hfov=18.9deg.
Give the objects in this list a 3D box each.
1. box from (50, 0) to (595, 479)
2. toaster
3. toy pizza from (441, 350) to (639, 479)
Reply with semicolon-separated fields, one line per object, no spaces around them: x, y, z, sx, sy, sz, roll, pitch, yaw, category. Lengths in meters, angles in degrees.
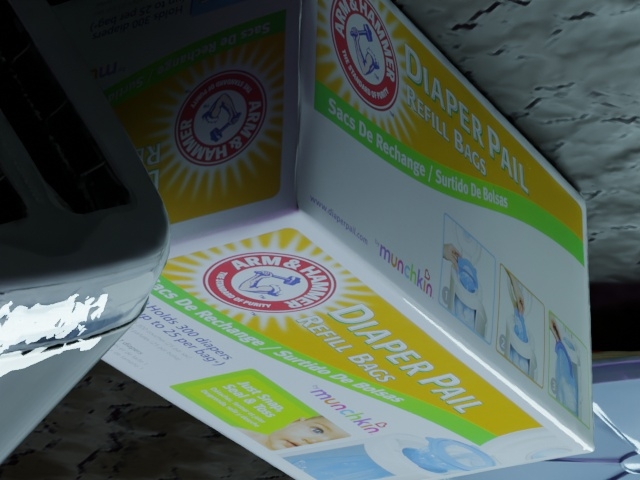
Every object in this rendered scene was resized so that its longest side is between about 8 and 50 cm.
0.000;0.000;0.644;0.114;0.103;0.203;-15;148;29;box
-0.141;-0.008;0.523;0.146;0.227;0.129;-42;162;32;toaster
0.148;0.087;0.873;0.201;0.032;0.201;0;152;0;toy pizza
